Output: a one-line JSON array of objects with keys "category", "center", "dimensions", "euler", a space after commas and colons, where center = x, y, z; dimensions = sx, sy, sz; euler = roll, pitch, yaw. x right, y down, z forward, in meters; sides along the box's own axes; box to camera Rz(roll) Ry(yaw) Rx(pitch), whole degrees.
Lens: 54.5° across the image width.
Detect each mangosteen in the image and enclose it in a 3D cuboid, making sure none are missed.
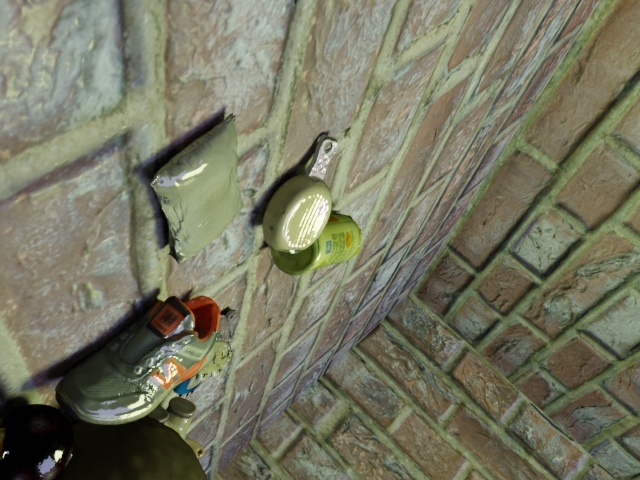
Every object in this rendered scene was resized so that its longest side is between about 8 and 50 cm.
[{"category": "mangosteen", "center": [-0.453, 0.310, 0.937], "dimensions": [0.151, 0.137, 0.137], "euler": [18, 119, -35]}]

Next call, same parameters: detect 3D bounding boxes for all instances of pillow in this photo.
[{"category": "pillow", "center": [-0.168, -0.064, 0.885], "dimensions": [0.148, 0.050, 0.229], "euler": [-47, 166, -25]}]

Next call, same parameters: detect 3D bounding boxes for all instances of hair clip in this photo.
[{"category": "hair clip", "center": [-0.241, 0.220, 1.305], "dimensions": [0.187, 0.056, 0.146], "euler": [5, 92, -57]}]

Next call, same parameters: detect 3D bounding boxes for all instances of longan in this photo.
[{"category": "longan", "center": [-0.373, 0.506, 1.103], "dimensions": [0.391, 0.391, 0.391], "euler": [-42, 163, -16]}]

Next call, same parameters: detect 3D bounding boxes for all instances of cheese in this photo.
[{"category": "cheese", "center": [-0.026, -0.085, 1.140], "dimensions": [0.137, 0.064, 0.227], "euler": [4, 116, -50]}]

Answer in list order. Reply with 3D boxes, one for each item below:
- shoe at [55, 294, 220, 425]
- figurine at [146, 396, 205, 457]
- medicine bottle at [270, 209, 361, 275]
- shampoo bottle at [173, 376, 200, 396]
[{"category": "shoe", "center": [-0.278, 0.178, 1.049], "dimensions": [0.336, 0.132, 0.171], "euler": [-25, 148, -57]}, {"category": "figurine", "center": [-0.409, 0.546, 1.488], "dimensions": [0.248, 0.203, 0.380], "euler": [-30, 146, -63]}, {"category": "medicine bottle", "center": [0.000, 0.000, 1.338], "dimensions": [0.124, 0.124, 0.239], "euler": [-54, 163, 21]}, {"category": "shampoo bottle", "center": [-0.288, 0.293, 1.415], "dimensions": [0.087, 0.050, 0.183], "euler": [-32, 158, -48]}]
